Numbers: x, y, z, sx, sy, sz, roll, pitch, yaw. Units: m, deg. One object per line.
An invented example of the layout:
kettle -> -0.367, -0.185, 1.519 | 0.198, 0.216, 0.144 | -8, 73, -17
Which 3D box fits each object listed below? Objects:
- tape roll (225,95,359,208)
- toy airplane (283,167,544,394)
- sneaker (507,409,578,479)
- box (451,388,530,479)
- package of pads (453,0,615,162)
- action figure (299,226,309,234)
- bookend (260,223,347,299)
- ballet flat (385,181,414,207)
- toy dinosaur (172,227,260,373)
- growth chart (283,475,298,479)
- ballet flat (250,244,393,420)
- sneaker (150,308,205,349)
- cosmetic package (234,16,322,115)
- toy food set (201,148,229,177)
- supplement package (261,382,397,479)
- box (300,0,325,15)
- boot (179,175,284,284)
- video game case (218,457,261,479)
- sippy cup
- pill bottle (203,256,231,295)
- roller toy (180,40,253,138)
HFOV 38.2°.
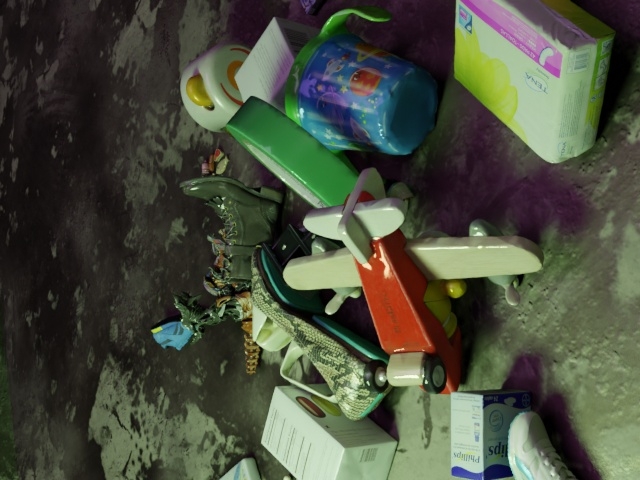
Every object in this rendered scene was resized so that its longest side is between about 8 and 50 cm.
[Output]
tape roll -> -0.035, -0.143, 1.763 | 0.077, 0.321, 0.321 | -50, 43, -2
toy airplane -> 0.144, 0.045, 1.587 | 0.386, 0.272, 0.384 | 35, 132, 12
sneaker -> 0.358, 0.374, 1.437 | 0.092, 0.087, 0.228 | -22, 76, 41
box -> 0.278, 0.313, 1.503 | 0.072, 0.126, 0.137 | -5, 83, 50
package of pads -> 0.322, -0.287, 1.460 | 0.296, 0.101, 0.229 | 54, 160, 41
action figure -> 0.000, 0.000, 1.941 | 0.232, 0.063, 0.137 | -15, 63, 46
bookend -> -0.023, 0.007, 1.849 | 0.157, 0.072, 0.156 | -48, 38, 11
ballet flat -> 0.126, -0.037, 1.795 | 0.052, 0.057, 0.168 | 48, 124, 31
toy dinosaur -> -0.211, 0.140, 2.115 | 0.164, 0.218, 0.322 | 78, 175, -68
growth chart -> -0.019, 0.591, 1.938 | 0.237, 0.021, 0.172 | 3, 89, 53
ballet flat -> -0.037, 0.193, 1.880 | 0.483, 0.164, 0.182 | 42, 105, 43
sneaker -> -0.348, 0.230, 2.374 | 0.209, 0.069, 0.082 | -21, 103, 40
cosmetic package -> -0.063, -0.350, 1.989 | 0.183, 0.151, 0.151 | -49, 50, 37
toy food set -> -0.275, -0.186, 2.349 | 0.122, 0.019, 0.078 | -56, 46, 32
supplement package -> 0.012, 0.397, 1.822 | 0.244, 0.139, 0.133 | 32, 112, 48
box -> -0.002, -0.577, 2.036 | 0.137, 0.027, 0.094 | -48, 52, 37
boot -> -0.195, -0.016, 2.051 | 0.091, 0.263, 0.229 | 167, 112, -69
video game case -> -0.194, 0.714, 2.133 | 0.300, 0.036, 0.329 | -46, 52, 38
sippy cup -> 0.091, -0.264, 1.744 | 0.224, 0.305, 0.240 | 23, 69, 40
pill bottle -> -0.228, 0.071, 2.222 | 0.120, 0.067, 0.067 | -57, 46, 31
roller toy -> -0.215, -0.359, 2.148 | 0.146, 0.209, 0.191 | -18, 52, 49
